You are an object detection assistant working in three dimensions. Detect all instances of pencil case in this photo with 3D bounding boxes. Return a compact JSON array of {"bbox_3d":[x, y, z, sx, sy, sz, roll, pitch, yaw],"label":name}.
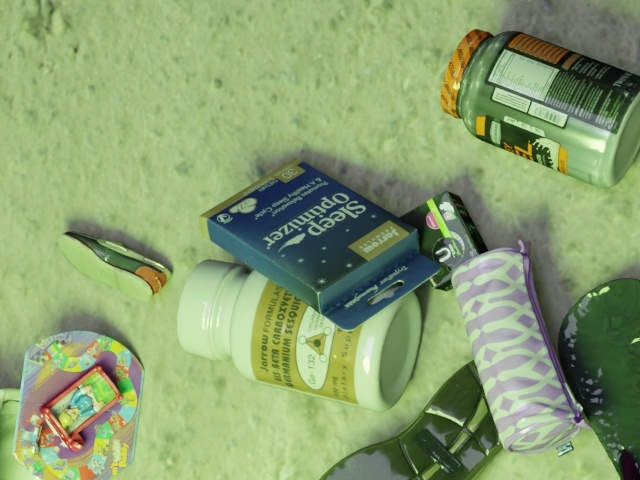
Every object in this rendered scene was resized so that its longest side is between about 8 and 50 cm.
[{"bbox_3d":[0.193,0.108,1.781,0.088,0.086,0.206,-31,64,28],"label":"pencil case"}]

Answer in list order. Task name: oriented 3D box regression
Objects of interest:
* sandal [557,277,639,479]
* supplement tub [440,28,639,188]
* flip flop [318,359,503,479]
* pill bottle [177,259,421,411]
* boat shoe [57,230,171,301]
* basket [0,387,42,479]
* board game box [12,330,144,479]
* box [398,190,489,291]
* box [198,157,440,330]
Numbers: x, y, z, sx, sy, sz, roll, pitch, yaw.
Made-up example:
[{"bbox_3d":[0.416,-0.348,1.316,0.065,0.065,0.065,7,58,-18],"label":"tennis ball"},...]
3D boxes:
[{"bbox_3d":[0.341,0.231,1.685,0.167,0.107,0.446,-42,60,20],"label":"sandal"},{"bbox_3d":[0.222,-0.135,1.805,0.190,0.117,0.117,24,94,22],"label":"supplement tub"},{"bbox_3d":[0.102,0.225,1.843,0.277,0.080,0.112,-43,75,-4],"label":"flip flop"},{"bbox_3d":[-0.024,0.089,1.869,0.229,0.131,0.131,11,89,22],"label":"pill bottle"},{"bbox_3d":[-0.228,0.022,2.002,0.137,0.049,0.043,26,52,23],"label":"boat shoe"},{"bbox_3d":[-0.367,0.243,1.998,0.103,0.113,0.167,2,86,25],"label":"basket"},{"bbox_3d":[-0.256,0.182,1.961,0.133,0.033,0.169,8,87,-18],"label":"board game box"},{"bbox_3d":[0.128,0.001,1.862,0.062,0.052,0.083,-31,76,15],"label":"box"},{"bbox_3d":[0.000,0.000,1.844,0.136,0.037,0.225,-32,46,-29],"label":"box"}]
